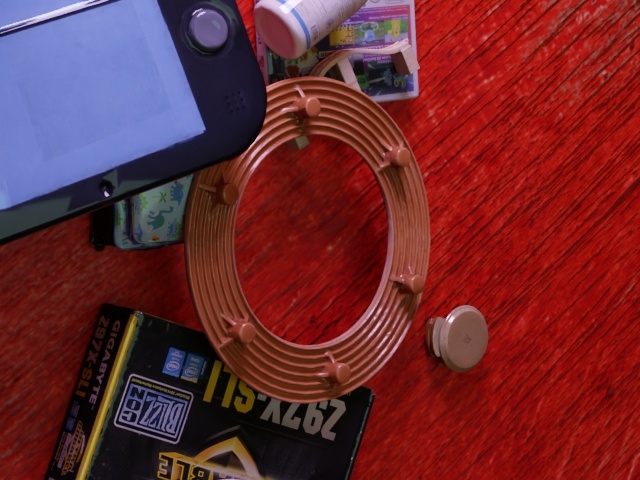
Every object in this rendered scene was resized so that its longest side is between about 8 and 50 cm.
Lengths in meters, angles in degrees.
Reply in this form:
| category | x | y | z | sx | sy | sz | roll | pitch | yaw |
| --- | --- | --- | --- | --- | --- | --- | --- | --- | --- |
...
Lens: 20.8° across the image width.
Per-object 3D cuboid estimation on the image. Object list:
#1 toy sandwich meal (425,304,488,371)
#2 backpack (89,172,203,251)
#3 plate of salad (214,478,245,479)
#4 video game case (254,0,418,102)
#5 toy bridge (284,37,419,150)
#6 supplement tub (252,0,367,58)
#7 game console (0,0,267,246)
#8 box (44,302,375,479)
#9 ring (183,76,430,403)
| category | x | y | z | sx | sy | sz | roll | pitch | yaw |
| --- | --- | --- | --- | --- | --- | --- | --- | --- | --- |
| toy sandwich meal | 0.157 | 0.113 | 2.002 | 0.085 | 0.029 | 0.085 | -5 | 98 | -40 |
| backpack | -0.160 | -0.042 | 1.722 | 0.114 | 0.084 | 0.105 | -7 | 102 | -37 |
| plate of salad | -0.099 | 0.338 | 1.746 | 0.200 | 0.048 | 0.200 | -5 | 99 | -34 |
| video game case | 0.018 | -0.234 | 1.861 | 0.201 | 0.023 | 0.183 | -10 | 102 | -35 |
| toy bridge | 0.027 | -0.168 | 1.844 | 0.188 | 0.026 | 0.063 | -36 | 115 | -27 |
| supplement tub | -0.010 | -0.240 | 1.780 | 0.107 | 0.071 | 0.071 | -41 | 117 | -26 |
| game console | -0.254 | -0.191 | 1.582 | 0.386 | 0.060 | 0.342 | -22 | 100 | -27 |
| box | -0.117 | 0.230 | 1.794 | 0.322 | 0.079 | 0.257 | 22 | 82 | -35 |
| ring | 0.000 | 0.000 | 1.789 | 0.336 | 0.032 | 0.336 | -3 | 95 | -42 |
